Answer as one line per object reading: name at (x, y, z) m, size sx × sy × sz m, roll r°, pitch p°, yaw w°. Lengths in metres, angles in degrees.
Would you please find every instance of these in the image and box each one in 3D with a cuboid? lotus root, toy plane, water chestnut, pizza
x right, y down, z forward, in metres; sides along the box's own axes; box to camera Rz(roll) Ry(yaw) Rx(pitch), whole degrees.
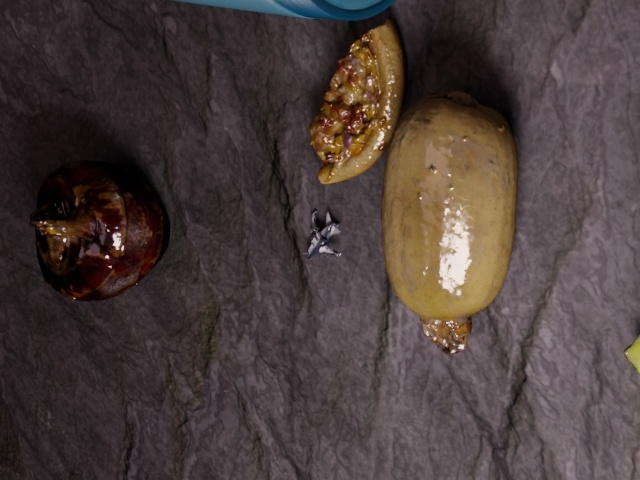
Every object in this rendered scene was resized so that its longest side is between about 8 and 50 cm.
lotus root at (0.156, -0.015, 1.428) m, size 0.169 × 0.151 × 0.342 m, roll 14°, pitch 109°, yaw 35°
toy plane at (0.000, 0.000, 1.636) m, size 0.083 × 0.031 × 0.078 m, roll -51°, pitch 56°, yaw 34°
water chestnut at (-0.359, -0.017, 1.788) m, size 0.224 × 0.238 × 0.223 m, roll 4°, pitch 96°, yaw 41°
pizza at (0.048, -0.174, 1.524) m, size 0.127 × 0.058 × 0.246 m, roll 46°, pitch 125°, yaw 18°

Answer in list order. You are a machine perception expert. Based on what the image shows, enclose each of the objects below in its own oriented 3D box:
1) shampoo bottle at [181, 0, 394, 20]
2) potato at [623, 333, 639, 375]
shampoo bottle at (-0.086, -0.441, 1.368) m, size 0.343 × 0.331 × 0.331 m, roll 14°, pitch 112°, yaw 35°
potato at (0.447, 0.121, 1.310) m, size 0.198 × 0.054 × 0.119 m, roll -25°, pitch 89°, yaw 45°
